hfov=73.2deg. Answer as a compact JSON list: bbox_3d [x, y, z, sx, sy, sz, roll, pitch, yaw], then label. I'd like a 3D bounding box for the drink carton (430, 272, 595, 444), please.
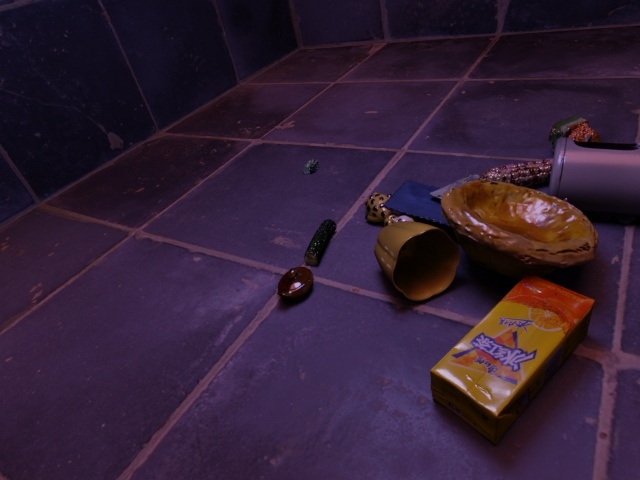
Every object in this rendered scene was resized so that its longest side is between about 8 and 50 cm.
[{"bbox_3d":[0.396,0.226,0.890,0.351,0.111,0.154,-35,40,-24],"label":"drink carton"}]

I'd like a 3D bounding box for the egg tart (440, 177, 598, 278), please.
[{"bbox_3d":[0.487,-0.023,1.096,0.387,0.169,0.388,6,29,-4],"label":"egg tart"}]

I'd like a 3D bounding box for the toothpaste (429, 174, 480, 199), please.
[{"bbox_3d":[0.454,-0.177,1.422,0.255,0.037,0.067,-26,47,-37],"label":"toothpaste"}]

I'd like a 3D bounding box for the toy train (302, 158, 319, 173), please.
[{"bbox_3d":[-0.038,-0.314,1.821,0.053,0.033,0.083,-1,38,24],"label":"toy train"}]

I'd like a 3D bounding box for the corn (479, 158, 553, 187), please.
[{"bbox_3d":[0.656,-0.209,1.403,0.280,0.092,0.092,-10,36,-2],"label":"corn"}]

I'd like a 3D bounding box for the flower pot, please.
[{"bbox_3d":[0.239,0.035,1.147,0.195,0.195,0.179,-22,24,-9],"label":"flower pot"}]

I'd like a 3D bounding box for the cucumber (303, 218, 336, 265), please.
[{"bbox_3d":[0.000,0.000,1.370,0.058,0.058,0.187,3,40,22],"label":"cucumber"}]

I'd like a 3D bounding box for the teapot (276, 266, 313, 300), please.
[{"bbox_3d":[-0.075,0.118,1.221,0.098,0.078,0.129,12,44,32],"label":"teapot"}]

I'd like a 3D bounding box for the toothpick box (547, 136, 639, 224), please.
[{"bbox_3d":[0.812,-0.163,1.194,0.316,0.229,0.229,10,43,27],"label":"toothpick box"}]

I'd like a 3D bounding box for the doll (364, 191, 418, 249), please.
[{"bbox_3d":[0.219,-0.066,1.361,0.117,0.086,0.291,-49,36,14],"label":"doll"}]

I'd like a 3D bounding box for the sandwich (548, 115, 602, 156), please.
[{"bbox_3d":[0.896,-0.357,1.491,0.184,0.109,0.160,-34,38,-25],"label":"sandwich"}]

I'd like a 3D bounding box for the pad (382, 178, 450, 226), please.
[{"bbox_3d":[0.359,-0.120,1.360,0.269,0.012,0.269,19,33,23],"label":"pad"}]
